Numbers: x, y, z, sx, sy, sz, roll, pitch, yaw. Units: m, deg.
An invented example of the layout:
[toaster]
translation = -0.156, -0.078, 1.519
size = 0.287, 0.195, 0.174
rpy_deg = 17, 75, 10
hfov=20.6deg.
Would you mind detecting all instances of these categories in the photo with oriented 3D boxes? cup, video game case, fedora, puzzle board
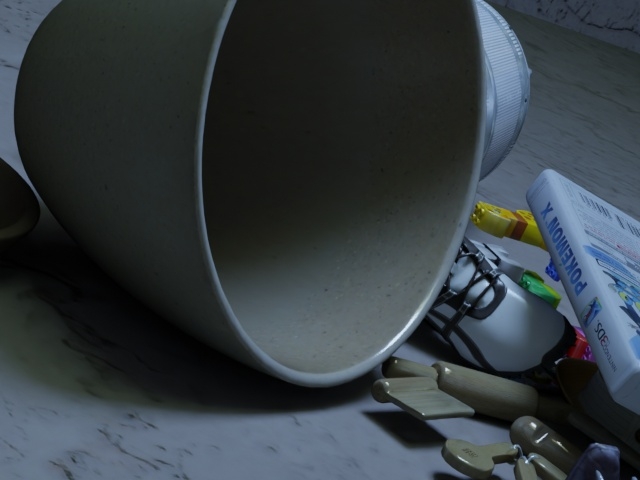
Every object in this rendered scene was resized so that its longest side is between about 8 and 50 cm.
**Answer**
[cup]
translation = -0.069, -0.084, 1.209
size = 0.237, 0.331, 0.331
rpy_deg = 10, 6, 35
[video game case]
translation = 0.315, 0.098, 1.314
size = 0.329, 0.036, 0.300
rpy_deg = 30, 21, -20
[fedora]
translation = 0.278, 0.125, 1.361
size = 0.194, 0.079, 0.194
rpy_deg = 24, 17, -8
[puzzle board]
translation = 0.146, 0.087, 1.436
size = 0.096, 0.011, 0.128
rpy_deg = 11, 19, -39

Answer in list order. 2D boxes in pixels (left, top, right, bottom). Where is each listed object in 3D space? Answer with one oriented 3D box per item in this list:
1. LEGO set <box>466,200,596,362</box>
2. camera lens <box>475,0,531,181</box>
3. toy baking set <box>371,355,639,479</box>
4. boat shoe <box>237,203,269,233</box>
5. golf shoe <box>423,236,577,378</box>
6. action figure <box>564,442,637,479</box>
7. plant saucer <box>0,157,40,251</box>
[LEGO set]
translation = 0.178, 0.018, 1.573
size = 0.093, 0.087, 0.227
rpy_deg = 17, 16, -25
[camera lens]
translation = 0.081, -0.140, 1.703
size = 0.219, 0.219, 0.274
rpy_deg = 27, 16, 11
[toy baking set]
translation = 0.154, 0.150, 1.216
size = 0.256, 0.030, 0.197
rpy_deg = 15, 20, -27
[boat shoe]
translation = 0.000, 0.000, 1.420
size = 0.076, 0.083, 0.226
rpy_deg = 43, 29, 12
[golf shoe]
translation = 0.109, 0.039, 1.369
size = 0.198, 0.077, 0.094
rpy_deg = 27, -22, 40
[action figure]
translation = 0.194, 0.226, 0.894
size = 0.185, 0.099, 0.285
rpy_deg = 24, 18, -19
[plant saucer]
translation = -0.321, -0.050, 1.156
size = 0.278, 0.041, 0.278
rpy_deg = 21, 16, -6
